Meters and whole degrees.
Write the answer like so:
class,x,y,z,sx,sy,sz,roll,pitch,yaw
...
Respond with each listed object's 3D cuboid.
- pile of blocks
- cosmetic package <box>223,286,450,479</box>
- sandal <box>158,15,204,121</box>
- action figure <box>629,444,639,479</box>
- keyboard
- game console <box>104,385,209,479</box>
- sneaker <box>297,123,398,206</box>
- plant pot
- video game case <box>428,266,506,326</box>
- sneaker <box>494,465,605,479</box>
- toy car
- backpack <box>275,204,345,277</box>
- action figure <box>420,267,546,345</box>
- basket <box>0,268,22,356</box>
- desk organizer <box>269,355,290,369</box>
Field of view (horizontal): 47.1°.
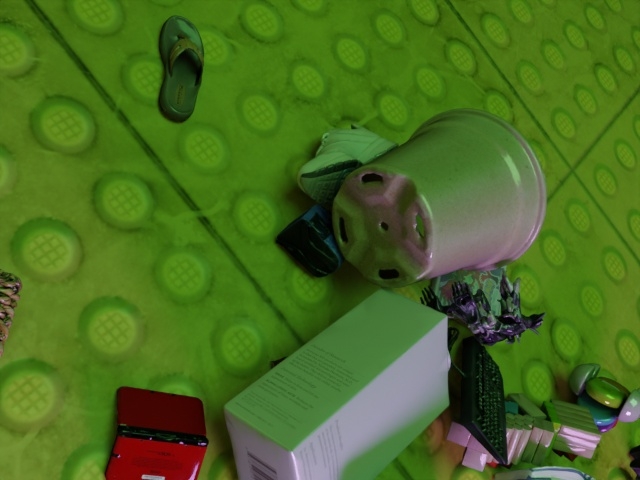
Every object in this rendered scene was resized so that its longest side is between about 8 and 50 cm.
class,x,y,z,sx,sy,sz,roll,pitch,yaw
pile of blocks,0.397,0.399,1.498,0.362,0.149,0.112,6,111,-22
cosmetic package,0.045,0.270,1.205,0.385,0.156,0.217,-32,129,-38
sandal,-0.257,-0.328,1.372,0.090,0.060,0.219,16,63,-28
action figure,0.802,0.608,1.670,0.185,0.099,0.285,-35,96,-47
keyboard,0.296,0.271,1.417,0.201,0.033,0.317,46,22,-8
game console,-0.256,0.308,1.142,0.144,0.085,0.124,16,94,-27
sneaker,0.035,-0.158,1.465,0.129,0.111,0.297,37,33,17
plant pot,0.200,-0.059,1.366,0.306,0.334,0.333,-23,84,-46
video game case,0.326,0.091,1.611,0.183,0.023,0.201,29,58,-21
sneaker,0.501,0.562,1.468,0.316,0.127,0.182,21,58,-27
toy car,0.625,0.361,1.629,0.182,0.159,0.136,14,105,-60
backpack,0.000,0.000,1.385,0.120,0.098,0.101,49,48,-6
action figure,0.331,0.131,1.451,0.276,0.164,0.140,17,58,-43
basket,-0.550,0.113,0.900,0.299,0.213,0.223,24,59,-23
desk organizer,-0.019,0.226,1.308,0.130,0.050,0.047,-1,72,-34
